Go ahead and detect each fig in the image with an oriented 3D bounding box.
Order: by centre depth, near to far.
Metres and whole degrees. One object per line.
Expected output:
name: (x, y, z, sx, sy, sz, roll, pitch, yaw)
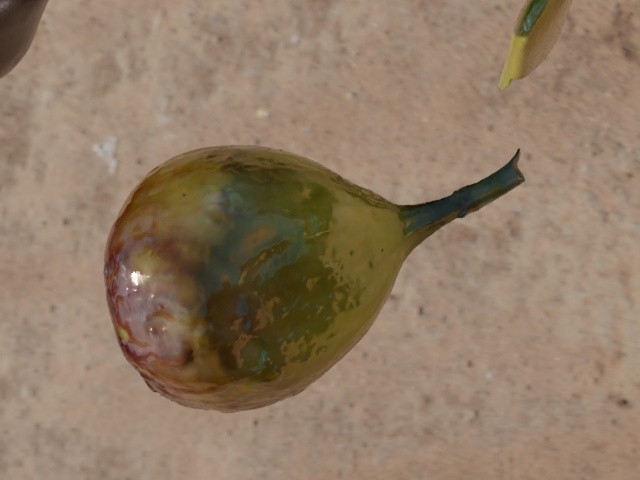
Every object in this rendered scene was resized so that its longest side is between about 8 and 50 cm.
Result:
fig: (0.000, 0.000, 0.949, 0.257, 0.159, 0.159, -21, 69, 1)

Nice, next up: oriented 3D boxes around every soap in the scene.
soap: (0.186, -0.181, 1.369, 0.033, 0.168, 0.089, 36, 78, 10)

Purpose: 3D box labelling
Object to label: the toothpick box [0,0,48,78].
toothpick box: (-0.319, -0.240, 1.173, 0.192, 0.192, 0.294, -8, 113, 35)
